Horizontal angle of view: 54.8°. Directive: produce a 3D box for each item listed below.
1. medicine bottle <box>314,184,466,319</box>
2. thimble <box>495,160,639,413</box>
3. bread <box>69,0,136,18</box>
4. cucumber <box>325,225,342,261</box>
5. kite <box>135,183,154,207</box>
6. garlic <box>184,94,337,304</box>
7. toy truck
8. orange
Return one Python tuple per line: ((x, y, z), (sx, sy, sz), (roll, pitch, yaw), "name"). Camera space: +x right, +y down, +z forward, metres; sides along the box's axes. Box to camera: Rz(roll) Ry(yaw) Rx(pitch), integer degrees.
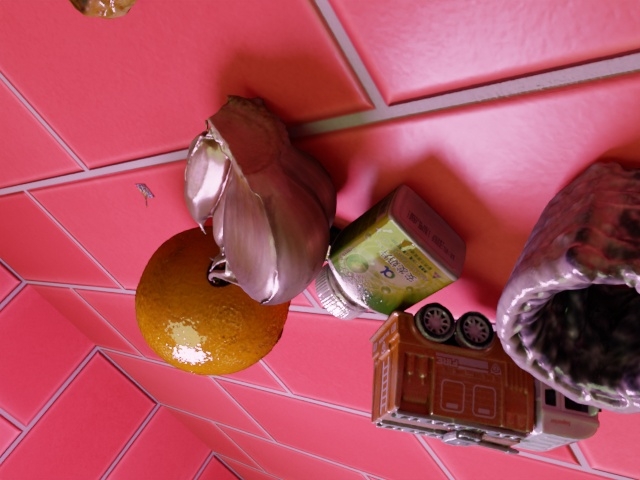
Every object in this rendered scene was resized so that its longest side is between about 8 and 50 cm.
((0.083, 0.031, 0.837), (0.132, 0.088, 0.188), (42, 129, -12), "medicine bottle")
((0.303, 0.052, 0.636), (0.217, 0.157, 0.245), (13, 144, 29), "thimble")
((-0.229, -0.337, 0.683), (0.269, 0.098, 0.087), (-26, 73, 57), "bread")
((0.000, 0.000, 0.974), (0.220, 0.046, 0.070), (24, 150, 21), "cucumber")
((-0.344, -0.087, 1.232), (0.044, 0.002, 0.078), (19, 145, 25), "kite")
((-0.093, -0.036, 0.850), (0.237, 0.210, 0.292), (13, 132, 11), "garlic")
((0.223, 0.200, 0.841), (0.305, 0.162, 0.136), (12, 150, -8), "toy truck")
((-0.187, 0.108, 1.095), (0.274, 0.274, 0.274), (25, 148, 17), "orange")
